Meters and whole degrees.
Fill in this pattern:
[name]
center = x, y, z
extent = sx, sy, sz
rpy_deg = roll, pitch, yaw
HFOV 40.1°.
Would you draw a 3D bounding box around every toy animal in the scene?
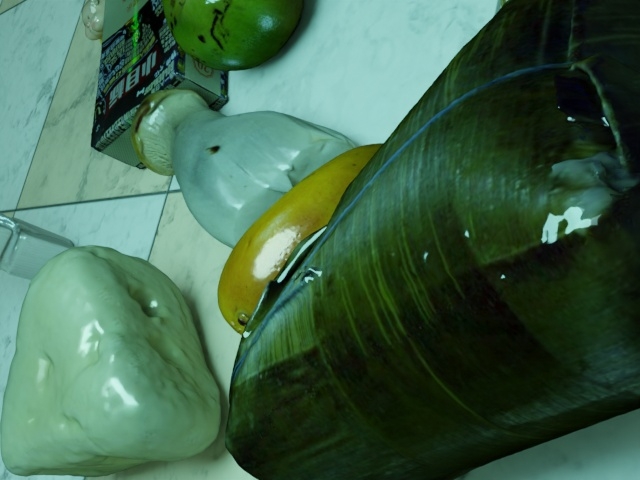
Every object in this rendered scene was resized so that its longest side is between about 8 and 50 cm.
[toy animal]
center = -0.339, -0.351, 1.394
extent = 0.114, 0.082, 0.091
rpy_deg = -13, 63, 44

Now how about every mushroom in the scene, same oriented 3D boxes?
[mushroom]
center = -0.101, -0.092, 0.977
extent = 0.159, 0.122, 0.329
rpy_deg = -33, 36, -17

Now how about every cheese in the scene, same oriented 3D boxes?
[cheese]
center = -0.207, 0.122, 0.920
extent = 0.251, 0.174, 0.247
rpy_deg = -14, 70, 46

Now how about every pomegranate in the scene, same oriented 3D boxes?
[pomegranate]
center = -0.122, -0.290, 1.011
extent = 0.180, 0.210, 0.179
rpy_deg = -5, 83, 48

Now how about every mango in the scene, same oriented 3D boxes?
[mango]
center = 0.000, 0.000, 0.779
extent = 0.112, 0.145, 0.219
rpy_deg = 38, 87, 11

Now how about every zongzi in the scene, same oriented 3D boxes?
[zongzi]
center = 0.102, -0.035, 0.658
extent = 0.403, 0.208, 0.432
rpy_deg = -37, 32, 41

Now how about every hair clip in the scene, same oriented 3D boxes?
[hair clip]
center = -0.481, -0.018, 1.182
extent = 0.101, 0.331, 0.085
rpy_deg = 28, 96, 53

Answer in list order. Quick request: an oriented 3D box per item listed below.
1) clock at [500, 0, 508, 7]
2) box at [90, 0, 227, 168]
[clock]
center = 0.200, -0.306, 0.759
extent = 0.170, 0.069, 0.231
rpy_deg = -7, 67, 47
[box]
center = -0.220, -0.277, 1.217
extent = 0.198, 0.084, 0.310
rpy_deg = -30, 50, 36
